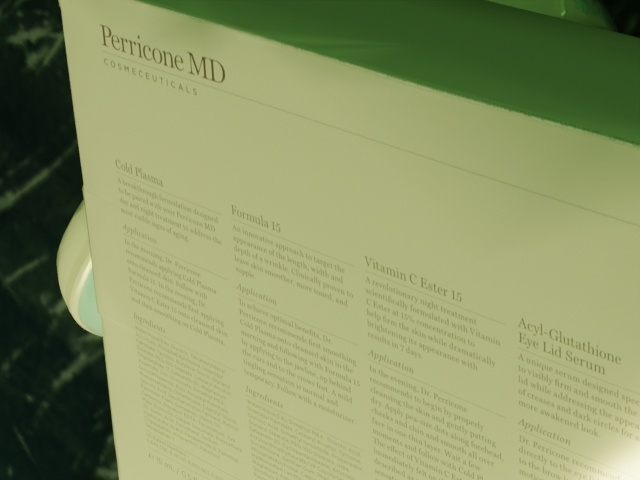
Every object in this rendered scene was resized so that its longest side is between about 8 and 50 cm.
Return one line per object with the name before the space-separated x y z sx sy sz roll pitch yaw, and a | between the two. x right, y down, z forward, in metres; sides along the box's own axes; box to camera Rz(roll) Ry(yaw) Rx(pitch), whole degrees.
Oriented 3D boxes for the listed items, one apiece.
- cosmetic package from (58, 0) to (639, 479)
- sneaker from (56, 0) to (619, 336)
cosmetic package | 0.050 0.040 0.807 0.377 0.097 0.284 21 128 40
sneaker | 0.000 0.000 0.986 0.366 0.135 0.150 -28 54 32
